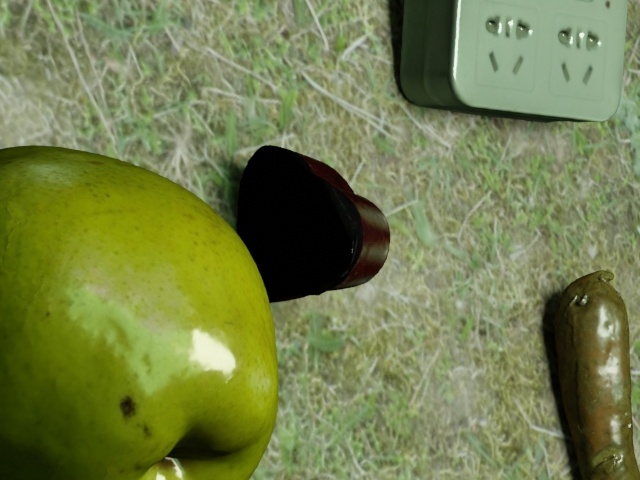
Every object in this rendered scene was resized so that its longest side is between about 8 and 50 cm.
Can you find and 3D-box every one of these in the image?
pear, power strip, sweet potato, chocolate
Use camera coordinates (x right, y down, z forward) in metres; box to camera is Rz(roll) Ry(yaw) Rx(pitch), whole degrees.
[{"bbox_3d":[-0.170,0.069,1.268,0.294,0.294,0.294,13,71,-40],"label":"pear"},{"bbox_3d":[0.170,-0.246,1.787,0.229,0.141,0.261,3,92,-41],"label":"power strip"},{"bbox_3d":[0.265,0.165,1.784,0.075,0.075,0.273,-6,86,-43],"label":"sweet potato"},{"bbox_3d":[0.000,0.000,1.547,0.080,0.148,0.125,0,117,-43],"label":"chocolate"}]
